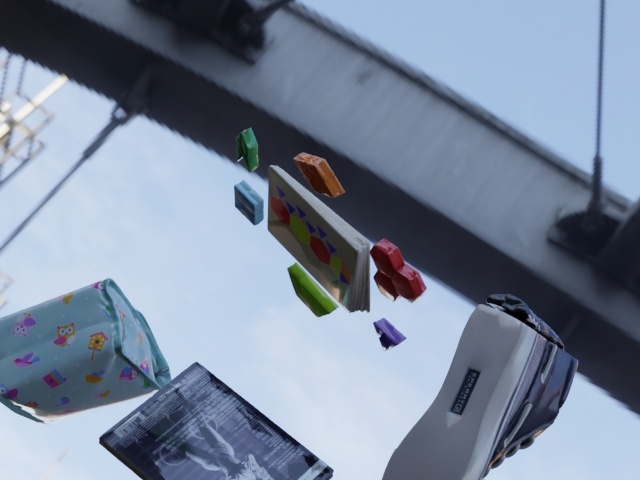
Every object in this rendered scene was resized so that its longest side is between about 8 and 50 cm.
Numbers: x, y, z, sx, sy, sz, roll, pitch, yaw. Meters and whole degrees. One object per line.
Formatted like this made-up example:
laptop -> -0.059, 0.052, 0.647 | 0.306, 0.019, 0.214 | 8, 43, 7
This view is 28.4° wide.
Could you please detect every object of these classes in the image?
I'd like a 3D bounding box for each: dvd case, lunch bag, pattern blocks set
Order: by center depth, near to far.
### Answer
dvd case -> -0.118, 0.249, 1.457 | 0.221, 0.164, 0.018 | 35, -42, 20
pattern blocks set -> 0.000, 0.000, 1.563 | 0.325, 0.026, 0.285 | 48, -26, 18
lunch bag -> -0.374, 0.194, 1.995 | 0.223, 0.160, 0.262 | -21, -29, 4

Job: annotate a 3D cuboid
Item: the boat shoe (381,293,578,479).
boat shoe -> 0.206, 0.248, 1.576 | 0.158, 0.340, 0.127 | 33, -5, -40
